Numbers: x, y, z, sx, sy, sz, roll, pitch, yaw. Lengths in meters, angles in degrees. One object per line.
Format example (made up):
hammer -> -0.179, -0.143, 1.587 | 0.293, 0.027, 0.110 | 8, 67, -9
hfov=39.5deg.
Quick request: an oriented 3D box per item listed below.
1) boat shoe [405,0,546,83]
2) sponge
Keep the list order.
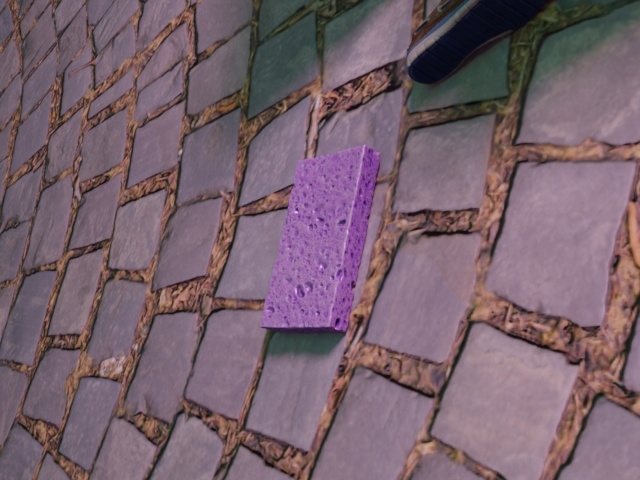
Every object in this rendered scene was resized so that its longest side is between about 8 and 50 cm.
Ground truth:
boat shoe -> 0.155, -0.239, 0.921 | 0.183, 0.066, 0.066 | -32, 48, 35
sponge -> 0.000, 0.000, 1.003 | 0.117, 0.031, 0.210 | -5, 67, 48
